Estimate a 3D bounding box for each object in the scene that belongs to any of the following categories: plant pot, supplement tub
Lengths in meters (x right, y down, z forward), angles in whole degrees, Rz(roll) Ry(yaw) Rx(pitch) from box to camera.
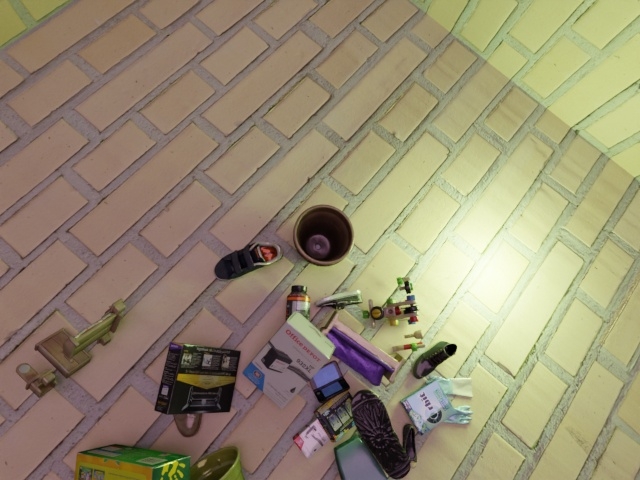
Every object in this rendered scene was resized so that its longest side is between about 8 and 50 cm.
[{"bbox_3d":[0.156,0.918,1.606,0.165,0.166,0.234,-24,72,-13],"label":"plant pot"},{"bbox_3d":[0.000,0.000,1.788,0.263,0.229,0.263,2,75,-8],"label":"plant pot"},{"bbox_3d":[-0.364,0.959,1.480,0.276,0.276,0.254,-28,92,-14],"label":"plant pot"},{"bbox_3d":[-0.097,0.297,1.760,0.106,0.106,0.198,4,74,-7],"label":"supplement tub"}]

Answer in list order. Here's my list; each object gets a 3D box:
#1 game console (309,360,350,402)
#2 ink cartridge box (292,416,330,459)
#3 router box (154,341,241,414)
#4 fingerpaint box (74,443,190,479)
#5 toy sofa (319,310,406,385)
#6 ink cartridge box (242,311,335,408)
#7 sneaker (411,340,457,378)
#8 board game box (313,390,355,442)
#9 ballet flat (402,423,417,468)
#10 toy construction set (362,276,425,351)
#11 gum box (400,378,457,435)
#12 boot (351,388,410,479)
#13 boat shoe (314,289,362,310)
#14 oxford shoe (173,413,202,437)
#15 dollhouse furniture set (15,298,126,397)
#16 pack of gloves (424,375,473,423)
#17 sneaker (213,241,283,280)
[{"bbox_3d":[0.033,0.596,1.711,0.144,0.124,0.085,-22,106,-13],"label":"game console"},{"bbox_3d":[-0.032,0.805,1.657,0.135,0.056,0.099,-38,83,-16],"label":"ink cartridge box"},{"bbox_3d":[-0.458,0.530,1.554,0.081,0.309,0.243,-3,70,34],"label":"router box"},{"bbox_3d":[-0.648,0.920,1.362,0.444,0.163,0.371,-12,72,31],"label":"fingerpaint box"},{"bbox_3d":[0.160,0.468,1.714,0.362,0.150,0.177,35,82,2],"label":"toy sofa"},{"bbox_3d":[-0.126,0.478,1.624,0.223,0.129,0.307,41,105,5],"label":"ink cartridge box"},{"bbox_3d":[0.498,0.521,1.777,0.222,0.118,0.083,-41,84,-16],"label":"sneaker"},{"bbox_3d":[0.077,0.718,1.671,0.170,0.048,0.141,-26,76,-36],"label":"board game box"},{"bbox_3d":[0.377,0.867,1.703,0.057,0.049,0.173,-2,75,-8],"label":"ballet flat"},{"bbox_3d":[0.315,0.353,1.777,0.237,0.257,0.309,-12,100,7],"label":"toy construction set"},{"bbox_3d":[0.464,0.717,1.743,0.184,0.041,0.157,-29,78,-5],"label":"gum box"},{"bbox_3d":[0.221,0.742,1.606,0.131,0.260,0.348,-25,82,-2],"label":"boot"},{"bbox_3d":[0.084,0.275,1.806,0.219,0.078,0.070,-11,76,-13],"label":"boat shoe"},{"bbox_3d":[-0.545,0.600,1.599,0.123,0.130,0.348,-10,77,-11],"label":"oxford shoe"},{"bbox_3d":[-0.934,0.351,1.489,0.174,0.355,0.303,41,35,3],"label":"dollhouse furniture set"},{"bbox_3d":[0.570,0.703,1.778,0.232,0.046,0.195,6,75,-7],"label":"pack of gloves"},{"bbox_3d":[-0.318,0.081,1.777,0.321,0.127,0.126,-21,80,-12],"label":"sneaker"}]
